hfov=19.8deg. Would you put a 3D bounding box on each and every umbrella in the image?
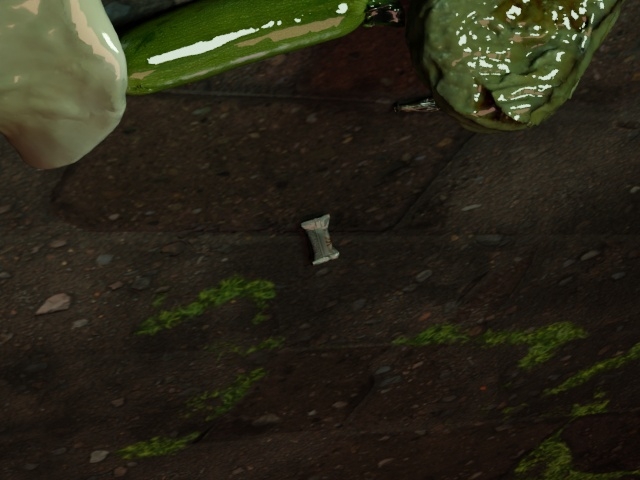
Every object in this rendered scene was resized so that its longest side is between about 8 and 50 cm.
[{"bbox_3d":[0.117,-0.146,1.983,0.083,0.020,0.031,-13,-170,-19],"label":"umbrella"}]

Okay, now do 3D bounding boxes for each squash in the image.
[{"bbox_3d":[-0.078,-0.190,1.687,0.318,0.080,0.071,-15,149,-17],"label":"squash"}]

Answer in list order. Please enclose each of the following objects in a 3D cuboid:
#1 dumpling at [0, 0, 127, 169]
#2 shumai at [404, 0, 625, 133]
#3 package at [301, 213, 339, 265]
[{"bbox_3d":[-0.260,-0.167,1.433,0.187,0.243,0.318,-43,177,-31],"label":"dumpling"},{"bbox_3d":[0.181,-0.215,1.768,0.256,0.189,0.218,-52,176,-9],"label":"shumai"},{"bbox_3d":[0.000,0.000,2.155,0.037,0.015,0.110,-22,154,-4],"label":"package"}]
